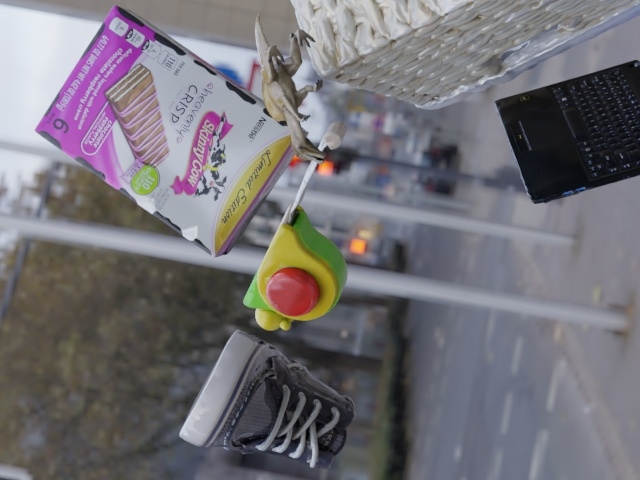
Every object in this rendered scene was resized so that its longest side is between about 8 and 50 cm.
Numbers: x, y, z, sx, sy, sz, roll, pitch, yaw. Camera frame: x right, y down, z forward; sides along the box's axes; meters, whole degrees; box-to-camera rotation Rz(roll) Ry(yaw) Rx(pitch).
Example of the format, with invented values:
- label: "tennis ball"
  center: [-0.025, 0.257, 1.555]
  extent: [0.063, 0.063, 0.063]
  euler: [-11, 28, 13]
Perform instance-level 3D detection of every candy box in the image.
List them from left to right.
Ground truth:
- label: "candy box"
  center: [-0.153, -0.112, 1.697]
  extent: [0.159, 0.233, 0.071]
  euler: [-57, -5, 7]

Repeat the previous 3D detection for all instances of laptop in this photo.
- label: "laptop"
  center: [0.312, -0.180, 1.706]
  extent: [0.234, 0.264, 0.136]
  euler: [-98, -9, -60]

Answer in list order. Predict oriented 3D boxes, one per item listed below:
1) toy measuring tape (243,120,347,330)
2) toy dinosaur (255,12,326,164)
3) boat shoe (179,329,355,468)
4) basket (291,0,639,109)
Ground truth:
- label: "toy measuring tape"
  center: [0.000, 0.000, 2.120]
  extent: [0.121, 0.121, 0.330]
  euler: [-78, 12, -54]
- label: "toy dinosaur"
  center: [-0.041, -0.159, 1.572]
  extent: [0.183, 0.053, 0.092]
  euler: [69, 154, 20]
- label: "boat shoe"
  center: [-0.043, 0.181, 1.766]
  extent: [0.127, 0.158, 0.340]
  euler: [-62, -3, 6]
- label: "basket"
  center: [0.133, -0.342, 1.691]
  extent: [0.266, 0.328, 0.331]
  euler: [-3, -108, -57]
